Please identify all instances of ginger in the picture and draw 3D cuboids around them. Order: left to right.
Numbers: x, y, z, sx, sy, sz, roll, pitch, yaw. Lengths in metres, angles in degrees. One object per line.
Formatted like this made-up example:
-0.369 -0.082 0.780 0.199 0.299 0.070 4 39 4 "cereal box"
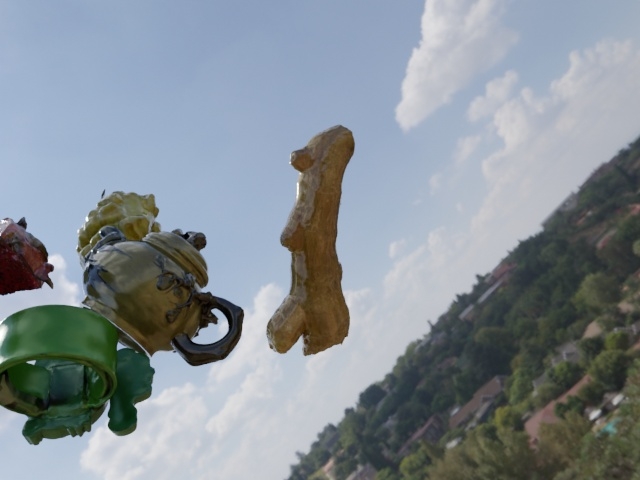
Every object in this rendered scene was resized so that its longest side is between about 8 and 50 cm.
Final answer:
-0.002 0.000 0.743 0.117 0.065 0.299 6 -90 -36 "ginger"

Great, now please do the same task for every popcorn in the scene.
-0.334 -0.008 0.972 0.173 0.142 0.174 15 -90 -75 "popcorn"

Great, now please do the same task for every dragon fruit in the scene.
-0.450 0.020 0.855 0.147 0.102 0.096 -10 29 23 "dragon fruit"

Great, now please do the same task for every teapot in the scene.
-0.215 0.062 0.803 0.183 0.269 0.173 -55 -17 -27 "teapot"

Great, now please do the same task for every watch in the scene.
-0.279 0.137 0.657 0.165 0.131 0.152 -5 -46 -10 "watch"
